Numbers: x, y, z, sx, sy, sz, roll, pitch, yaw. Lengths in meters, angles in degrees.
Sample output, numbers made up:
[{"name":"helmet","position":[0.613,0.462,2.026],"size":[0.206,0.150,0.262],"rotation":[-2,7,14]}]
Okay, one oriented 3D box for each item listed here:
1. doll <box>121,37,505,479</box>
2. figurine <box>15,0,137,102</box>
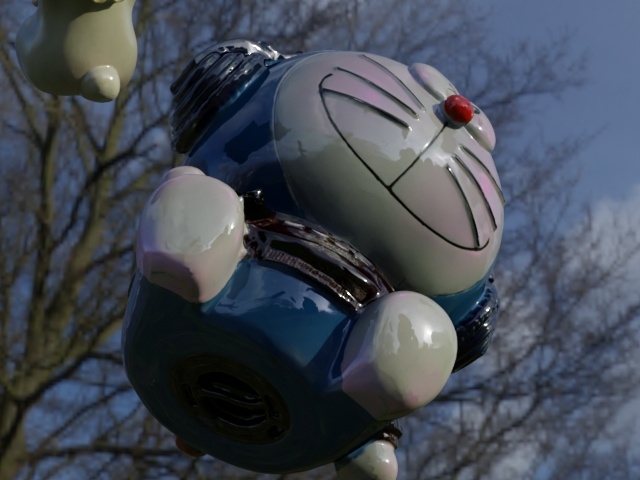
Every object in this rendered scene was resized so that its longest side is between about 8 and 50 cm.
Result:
[{"name":"doll","position":[0.000,0.000,0.820],"size":[0.284,0.310,0.240],"rotation":[40,-45,-11]},{"name":"figurine","position":[-0.150,-0.163,0.717],"size":[0.098,0.081,0.146],"rotation":[23,-59,27]}]
